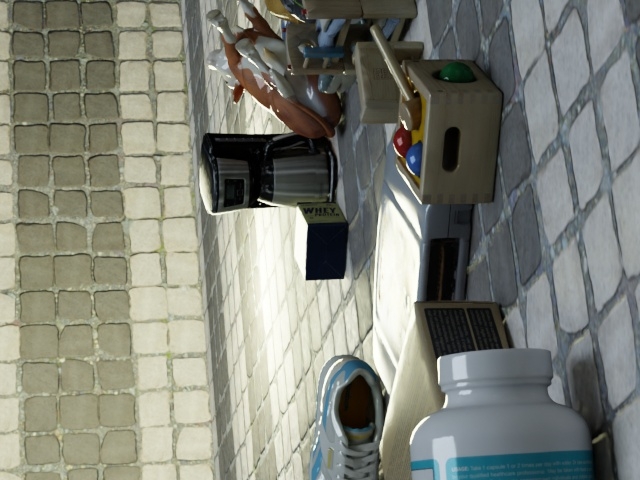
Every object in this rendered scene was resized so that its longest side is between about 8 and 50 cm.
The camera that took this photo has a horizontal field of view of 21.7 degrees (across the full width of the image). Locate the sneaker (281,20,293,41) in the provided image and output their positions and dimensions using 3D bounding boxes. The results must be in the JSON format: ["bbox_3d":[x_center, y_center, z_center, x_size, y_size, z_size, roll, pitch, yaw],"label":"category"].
[{"bbox_3d":[-0.027,-0.328,2.379,0.059,0.053,0.144,142,125,-74],"label":"sneaker"}]

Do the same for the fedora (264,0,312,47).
[{"bbox_3d":[-0.025,-0.330,2.123,0.194,0.079,0.194,7,-90,-73],"label":"fedora"}]

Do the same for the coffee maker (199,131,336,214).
[{"bbox_3d":[-0.080,-0.094,2.352,0.171,0.178,0.120,-167,76,-79],"label":"coffee maker"}]

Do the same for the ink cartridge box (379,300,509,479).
[{"bbox_3d":[0.126,0.202,1.571,0.235,0.088,0.193,99,166,-45],"label":"ink cartridge box"}]

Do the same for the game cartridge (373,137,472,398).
[{"bbox_3d":[0.103,0.045,1.768,0.198,0.062,0.297,-125,34,-63],"label":"game cartridge"}]

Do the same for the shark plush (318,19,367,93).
[{"bbox_3d":[0.026,-0.263,2.071,0.073,0.067,0.161,-174,82,-79],"label":"shark plush"}]

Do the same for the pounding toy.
[{"bbox_3d":[0.105,-0.123,1.597,0.130,0.100,0.141,-117,27,-65],"label":"pounding toy"}]

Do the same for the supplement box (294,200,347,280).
[{"bbox_3d":[0.000,0.000,2.272,0.083,0.056,0.083,-115,26,-64],"label":"supplement box"}]

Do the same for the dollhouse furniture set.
[{"bbox_3d":[0.037,-0.196,1.866,0.129,0.129,0.184,110,156,-62],"label":"dollhouse furniture set"}]

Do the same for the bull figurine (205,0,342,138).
[{"bbox_3d":[-0.076,-0.246,2.312,0.310,0.101,0.188,37,164,48],"label":"bull figurine"}]

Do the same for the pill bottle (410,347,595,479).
[{"bbox_3d":[0.147,0.221,1.315,0.146,0.146,0.264,140,128,-76],"label":"pill bottle"}]

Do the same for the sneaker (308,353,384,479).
[{"bbox_3d":[0.035,0.259,2.056,0.092,0.087,0.229,-166,73,-76],"label":"sneaker"}]

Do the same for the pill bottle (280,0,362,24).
[{"bbox_3d":[0.026,-0.357,1.901,0.246,0.130,0.130,111,155,-64],"label":"pill bottle"}]
